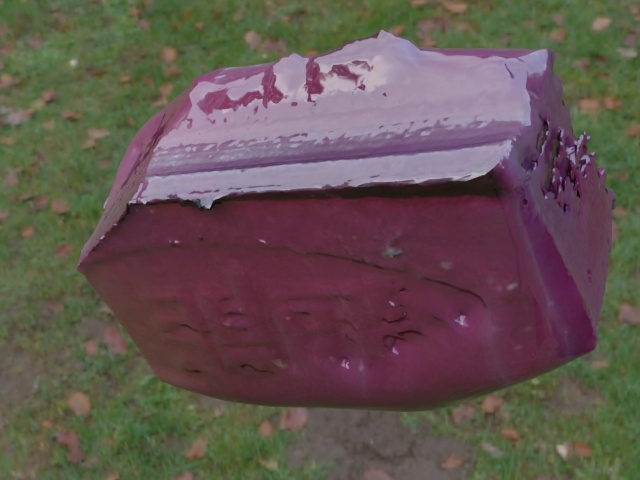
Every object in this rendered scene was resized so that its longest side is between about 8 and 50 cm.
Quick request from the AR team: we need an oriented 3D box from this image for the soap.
[{"bbox_3d":[0.000,0.000,0.637,0.324,0.220,0.127,0,47,32],"label":"soap"}]
